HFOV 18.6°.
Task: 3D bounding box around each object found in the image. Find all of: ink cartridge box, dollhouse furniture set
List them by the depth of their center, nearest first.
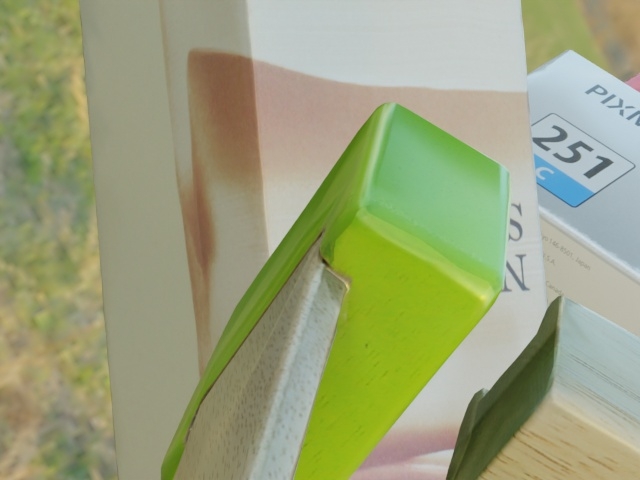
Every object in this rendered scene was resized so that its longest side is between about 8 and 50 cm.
[{"bbox_3d":[0.086,0.140,0.431,0.301,0.197,0.151,30,38,-7],"label":"dollhouse furniture set"},{"bbox_3d":[0.240,-0.008,1.085,0.296,0.066,0.261,36,45,24],"label":"ink cartridge box"}]

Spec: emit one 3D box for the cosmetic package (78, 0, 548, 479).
[{"bbox_3d":[0.000,0.000,0.822,0.153,0.129,0.296,-5,88,-37],"label":"cosmetic package"}]
